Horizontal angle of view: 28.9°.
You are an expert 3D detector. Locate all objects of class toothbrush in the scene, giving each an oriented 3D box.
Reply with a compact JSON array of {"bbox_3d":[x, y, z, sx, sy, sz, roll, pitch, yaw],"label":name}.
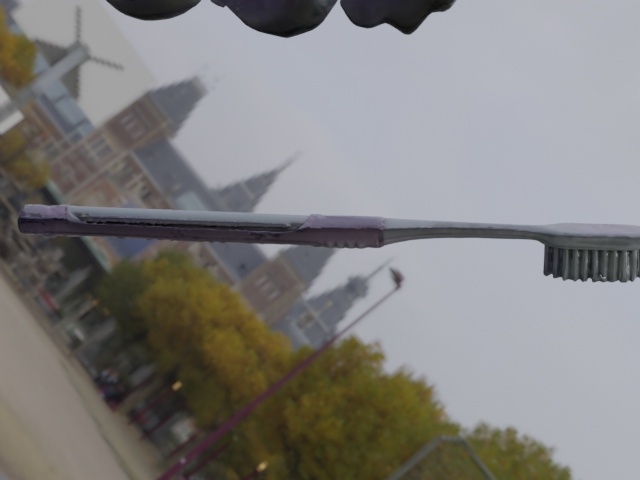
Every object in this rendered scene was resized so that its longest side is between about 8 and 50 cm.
[{"bbox_3d":[0.000,0.000,0.685,0.024,0.354,0.029,-57,148,-67],"label":"toothbrush"}]

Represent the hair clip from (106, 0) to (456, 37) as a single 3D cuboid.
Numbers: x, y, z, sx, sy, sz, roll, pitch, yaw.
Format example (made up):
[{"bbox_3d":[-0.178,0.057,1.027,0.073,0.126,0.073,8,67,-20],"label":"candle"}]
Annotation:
[{"bbox_3d":[-0.026,-0.111,0.368,0.124,0.195,0.052,94,2,-46],"label":"hair clip"}]
